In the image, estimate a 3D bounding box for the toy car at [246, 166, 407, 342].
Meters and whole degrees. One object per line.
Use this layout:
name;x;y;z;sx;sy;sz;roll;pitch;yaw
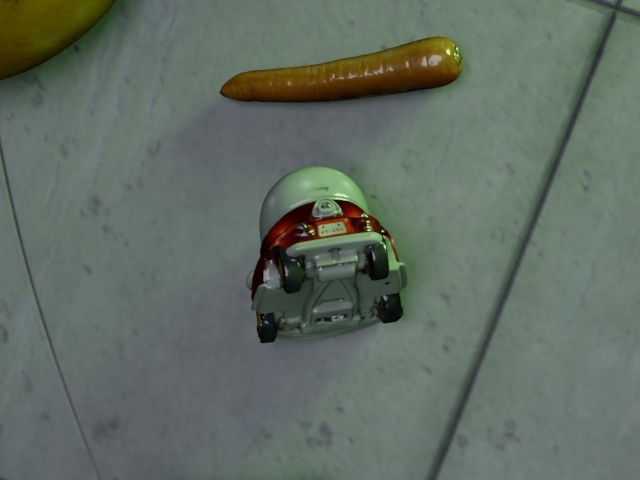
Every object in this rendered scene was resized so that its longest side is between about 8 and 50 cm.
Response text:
toy car;0.000;0.000;1.131;0.112;0.139;0.112;-8;63;-8

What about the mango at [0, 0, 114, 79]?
mango;-0.269;-0.202;1.207;0.254;0.139;0.175;4;91;10

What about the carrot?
carrot;0.012;-0.120;1.176;0.190;0.037;0.037;-7;85;17
